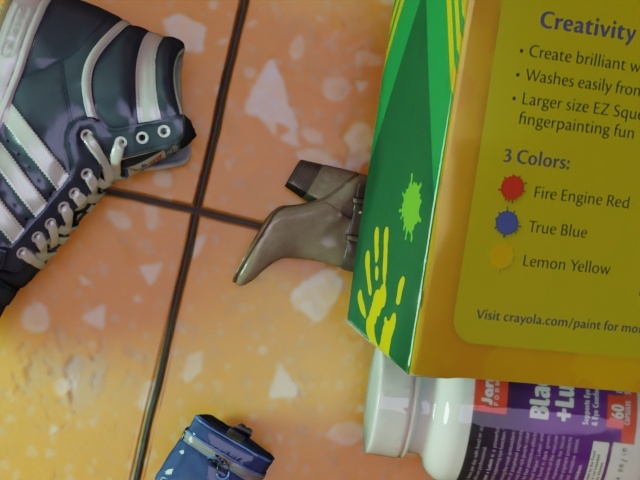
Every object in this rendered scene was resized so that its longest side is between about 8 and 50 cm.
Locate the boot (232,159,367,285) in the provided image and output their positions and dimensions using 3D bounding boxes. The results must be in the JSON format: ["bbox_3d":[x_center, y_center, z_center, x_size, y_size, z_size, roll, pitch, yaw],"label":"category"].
[{"bbox_3d":[0.000,0.000,1.041,0.087,0.042,0.118,31,87,-5],"label":"boot"}]

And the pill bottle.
[{"bbox_3d":[0.131,0.124,1.012,0.193,0.108,0.108,7,88,-4],"label":"pill bottle"}]

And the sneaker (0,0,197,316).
[{"bbox_3d":[-0.180,-0.032,1.002,0.153,0.099,0.282,15,85,-1],"label":"sneaker"}]

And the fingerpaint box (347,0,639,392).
[{"bbox_3d":[0.268,-0.089,0.938,0.444,0.163,0.371,5,99,-15],"label":"fingerpaint box"}]

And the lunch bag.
[{"bbox_3d":[-0.072,0.158,1.003,0.067,0.098,0.065,30,84,3],"label":"lunch bag"}]
